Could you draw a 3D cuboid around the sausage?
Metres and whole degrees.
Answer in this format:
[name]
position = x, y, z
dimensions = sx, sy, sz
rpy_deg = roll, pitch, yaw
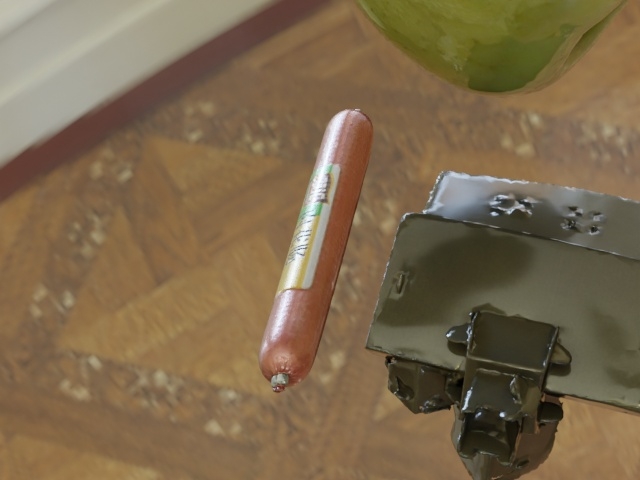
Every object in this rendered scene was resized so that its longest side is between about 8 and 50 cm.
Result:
[sausage]
position = 0.000, 0.000, 1.033
dimensions = 0.029, 0.029, 0.223
rpy_deg = -4, 41, 18

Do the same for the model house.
[model house]
position = 0.141, 0.097, 1.440
dimensions = 0.211, 0.204, 0.243
rpy_deg = 12, 32, 10

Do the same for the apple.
[apple]
position = 0.128, -0.238, 1.434
dimensions = 0.279, 0.279, 0.279
rpy_deg = -9, 57, 15
